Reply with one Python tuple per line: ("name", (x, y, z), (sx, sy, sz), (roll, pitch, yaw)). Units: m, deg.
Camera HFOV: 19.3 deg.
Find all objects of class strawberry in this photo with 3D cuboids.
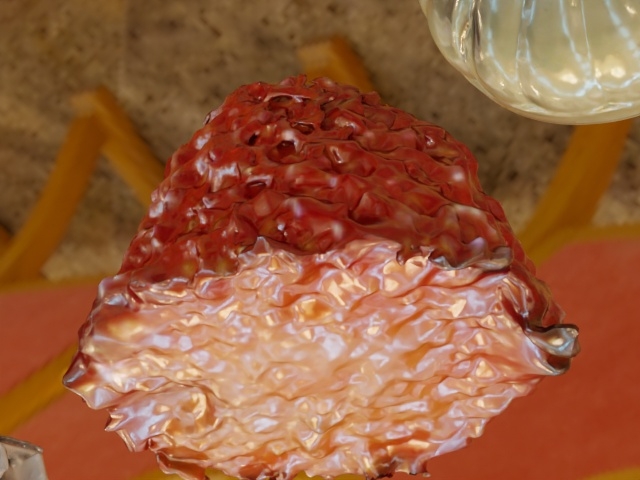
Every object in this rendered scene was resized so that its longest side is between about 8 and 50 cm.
("strawberry", (0.000, 0.000, 0.866), (0.234, 0.178, 0.234), (-3, 148, -2))

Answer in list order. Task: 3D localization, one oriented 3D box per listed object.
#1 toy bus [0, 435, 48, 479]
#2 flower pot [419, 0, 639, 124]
("toy bus", (-0.275, 0.140, 1.034), (0.139, 0.113, 0.302), (-42, 138, 24))
("flower pot", (0.209, -0.274, 1.542), (0.307, 0.307, 0.244), (15, 154, 30))
